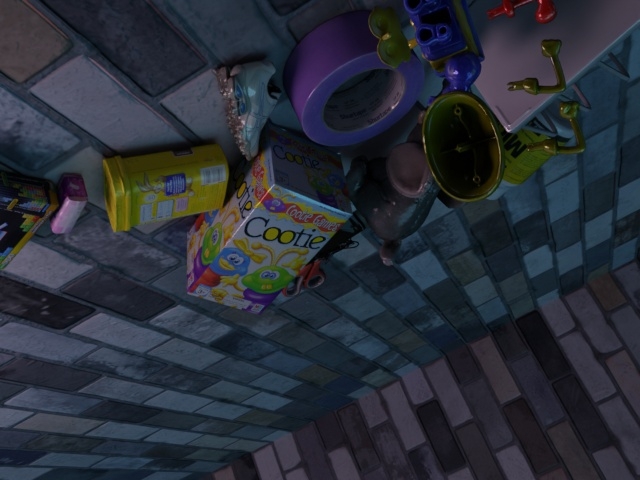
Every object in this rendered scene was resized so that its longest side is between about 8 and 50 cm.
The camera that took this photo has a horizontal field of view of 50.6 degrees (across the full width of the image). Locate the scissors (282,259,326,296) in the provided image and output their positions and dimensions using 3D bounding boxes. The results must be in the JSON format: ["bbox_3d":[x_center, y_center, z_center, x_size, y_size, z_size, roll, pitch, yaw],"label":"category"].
[{"bbox_3d":[-0.019,0.040,1.463,0.109,0.021,0.297,-12,151,-19],"label":"scissors"}]

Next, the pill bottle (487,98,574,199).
[{"bbox_3d":[0.369,-0.177,1.272,0.119,0.119,0.208,-1,145,-38],"label":"pill bottle"}]

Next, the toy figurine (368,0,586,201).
[{"bbox_3d":[0.185,-0.246,0.829,0.191,0.363,0.217,-20,-176,20],"label":"toy figurine"}]

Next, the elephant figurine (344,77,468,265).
[{"bbox_3d":[0.160,-0.114,1.044,0.239,0.186,0.169,-31,-167,41],"label":"elephant figurine"}]

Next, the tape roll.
[{"bbox_3d":[0.047,-0.226,0.964,0.189,0.080,0.189,-20,153,-11],"label":"tape roll"}]

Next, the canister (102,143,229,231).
[{"bbox_3d":[-0.230,-0.081,1.010,0.170,0.073,0.126,-13,152,-24],"label":"canister"}]

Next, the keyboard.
[{"bbox_3d":[0.000,0.000,1.390,0.192,0.038,0.100,-31,120,18],"label":"keyboard"}]

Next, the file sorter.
[{"bbox_3d":[0.360,-0.303,0.958,0.173,0.193,0.277,3,143,-47],"label":"file sorter"}]

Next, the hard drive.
[{"bbox_3d":[0.068,-0.130,1.200,0.307,0.040,0.203,-35,152,20],"label":"hard drive"}]

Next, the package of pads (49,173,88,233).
[{"bbox_3d":[-0.365,-0.052,0.975,0.032,0.050,0.083,1,145,-41],"label":"package of pads"}]

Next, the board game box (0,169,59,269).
[{"bbox_3d":[-0.471,-0.028,0.935,0.170,0.048,0.141,-40,151,28],"label":"board game box"}]

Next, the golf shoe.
[{"bbox_3d":[-0.090,-0.180,0.954,0.086,0.069,0.176,-24,155,-13],"label":"golf shoe"}]

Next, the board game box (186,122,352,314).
[{"bbox_3d":[-0.092,-0.026,1.093,0.144,0.142,0.275,20,130,-28],"label":"board game box"}]
